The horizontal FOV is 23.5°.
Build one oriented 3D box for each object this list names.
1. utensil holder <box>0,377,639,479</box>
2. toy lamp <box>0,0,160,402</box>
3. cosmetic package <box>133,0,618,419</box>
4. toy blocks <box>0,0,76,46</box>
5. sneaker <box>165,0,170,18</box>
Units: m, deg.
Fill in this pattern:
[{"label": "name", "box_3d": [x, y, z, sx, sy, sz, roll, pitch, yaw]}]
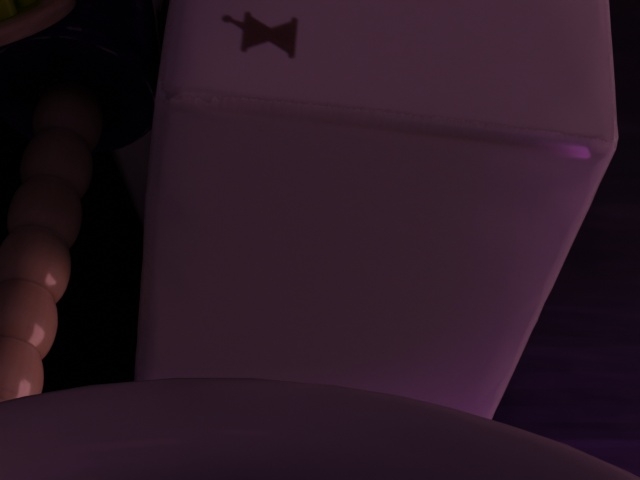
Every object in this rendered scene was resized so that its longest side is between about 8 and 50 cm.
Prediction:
[{"label": "utensil holder", "box_3d": [-0.016, 0.277, 0.345, 0.385, 0.327, 0.328, 83, 10, -46]}, {"label": "toy lamp", "box_3d": [-0.111, -0.004, 0.601, 0.080, 0.080, 0.275, 80, 13, -50]}, {"label": "cosmetic package", "box_3d": [0.000, 0.000, 0.745, 0.453, 0.161, 0.230, 103, -7, -54]}, {"label": "toy blocks", "box_3d": [-0.127, -0.159, 0.572, 0.123, 0.054, 0.148, -59, 135, -57]}, {"label": "sneaker", "box_3d": [-0.070, -0.108, 0.985, 0.085, 0.058, 0.152, 88, 0, -59]}]
